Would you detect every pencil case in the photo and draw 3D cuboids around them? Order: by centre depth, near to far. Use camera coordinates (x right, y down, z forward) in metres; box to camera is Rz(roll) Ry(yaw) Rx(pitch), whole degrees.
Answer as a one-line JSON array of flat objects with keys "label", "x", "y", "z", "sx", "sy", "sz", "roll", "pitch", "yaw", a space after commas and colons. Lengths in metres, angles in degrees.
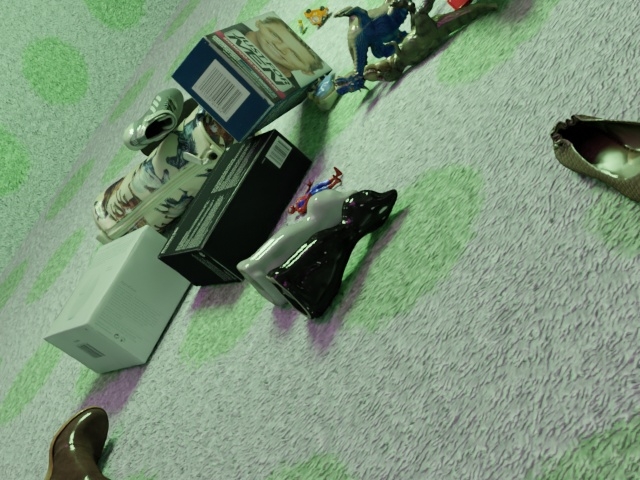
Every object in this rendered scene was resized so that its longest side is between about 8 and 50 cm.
[{"label": "pencil case", "x": -0.310, "y": -0.129, "z": 2.201, "sx": 0.410, "sy": 0.160, "sz": 0.183, "roll": -36, "pitch": 6, "yaw": 32}]

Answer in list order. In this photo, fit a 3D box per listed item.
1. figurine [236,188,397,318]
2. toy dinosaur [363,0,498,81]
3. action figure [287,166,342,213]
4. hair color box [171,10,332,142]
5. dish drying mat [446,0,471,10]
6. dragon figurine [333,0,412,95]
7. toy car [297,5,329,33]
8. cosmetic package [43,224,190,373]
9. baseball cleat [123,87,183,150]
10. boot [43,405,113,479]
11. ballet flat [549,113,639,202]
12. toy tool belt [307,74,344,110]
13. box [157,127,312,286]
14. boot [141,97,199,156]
[{"label": "figurine", "x": 0.000, "y": 0.000, "z": 1.507, "sx": 0.209, "sy": 0.092, "sz": 0.215, "roll": -48, "pitch": 20, "yaw": -13}, {"label": "toy dinosaur", "x": 0.170, "y": -0.360, "z": 1.720, "sx": 0.268, "sy": 0.118, "sz": 0.064, "roll": -29, "pitch": -12, "yaw": 39}, {"label": "action figure", "x": -0.013, "y": -0.077, "z": 1.716, "sx": 0.115, "sy": 0.030, "sz": 0.038, "roll": -41, "pitch": 29, "yaw": 30}, {"label": "hair color box", "x": -0.117, "y": -0.312, "z": 1.941, "sx": 0.105, "sy": 0.174, "sz": 0.347, "roll": -45, "pitch": 1, "yaw": 26}, {"label": "dish drying mat", "x": 0.234, "y": -0.407, "z": 1.777, "sx": 0.032, "sy": 0.008, "sz": 0.083, "roll": -45, "pitch": 22, "yaw": 13}, {"label": "dragon figurine", "x": 0.121, "y": -0.366, "z": 1.829, "sx": 0.289, "sy": 0.144, "sz": 0.085, "roll": -34, "pitch": 18, "yaw": -10}, {"label": "toy car", "x": -0.014, "y": -0.501, "z": 2.407, "sx": 0.122, "sy": 0.060, "sz": 0.041, "roll": 155, "pitch": 106, "yaw": -78}, {"label": "cosmetic package", "x": -0.373, "y": 0.115, "z": 1.968, "sx": 0.224, "sy": 0.138, "sz": 0.225, "roll": -18, "pitch": 40, "yaw": 54}, {"label": "baseball cleat", "x": -0.314, "y": -0.249, "z": 2.127, "sx": 0.109, "sy": 0.072, "sz": 0.206, "roll": -12, "pitch": 34, "yaw": 38}, {"label": "boot", "x": -0.361, "y": 0.376, "z": 1.646, "sx": 0.206, "sy": 0.090, "sz": 0.248, "roll": -5, "pitch": 47, "yaw": 45}, {"label": "ballet flat", "x": 0.306, "y": -0.094, "z": 1.067, "sx": 0.084, "sy": 0.058, "sz": 0.250, "roll": -52, "pitch": 22, "yaw": 0}, {"label": "toy tool belt", "x": 0.011, "y": -0.286, "z": 1.965, "sx": 0.052, "sy": 0.051, "sz": 0.083, "roll": -9, "pitch": 46, "yaw": 59}, {"label": "box", "x": -0.152, "y": -0.055, "z": 1.852, "sx": 0.184, "sy": 0.103, "sz": 0.261, "roll": -6, "pitch": 49, "yaw": 56}, {"label": "boot", "x": -0.315, "y": -0.299, "z": 2.616, "sx": 0.264, "sy": 0.096, "sz": 0.280, "roll": -36, "pitch": 9, "yaw": 10}]
